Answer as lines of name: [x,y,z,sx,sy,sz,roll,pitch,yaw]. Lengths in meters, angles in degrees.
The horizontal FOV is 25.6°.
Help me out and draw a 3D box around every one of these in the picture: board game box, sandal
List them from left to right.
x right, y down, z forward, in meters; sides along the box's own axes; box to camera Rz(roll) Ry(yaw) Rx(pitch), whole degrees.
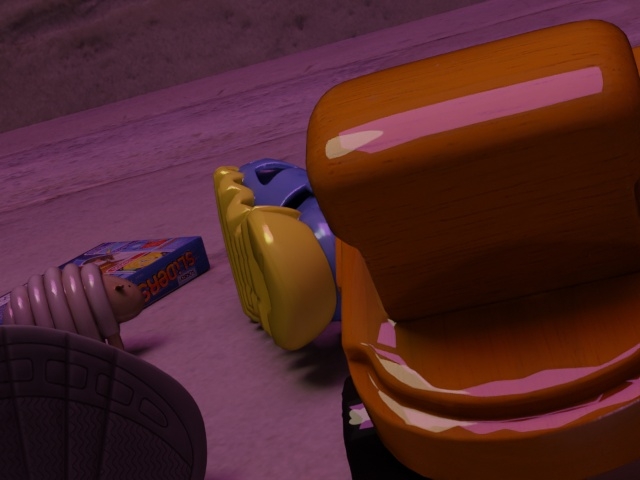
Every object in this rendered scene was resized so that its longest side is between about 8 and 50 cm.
board game box: [-0.215,0.049,1.272,0.136,0.035,0.201,-3,20,40]
sandal: [0.000,0.000,1.063,0.138,0.126,0.317,-16,16,-10]

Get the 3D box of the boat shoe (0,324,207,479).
boat shoe: [-0.220,0.109,0.773,0.320,0.118,0.103,3,-11,-27]

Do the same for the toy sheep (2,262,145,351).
toy sheep: [-0.203,0.063,1.108,0.132,0.091,0.091,-19,15,-9]

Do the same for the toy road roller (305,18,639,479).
toy road roller: [0.095,-0.024,0.684,0.203,0.240,0.329,-12,42,12]
